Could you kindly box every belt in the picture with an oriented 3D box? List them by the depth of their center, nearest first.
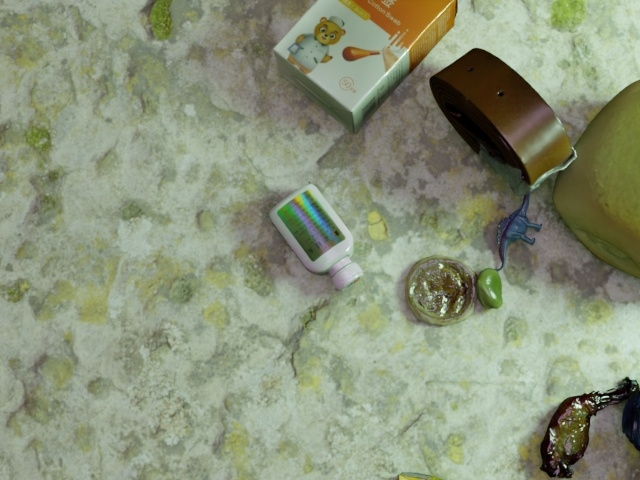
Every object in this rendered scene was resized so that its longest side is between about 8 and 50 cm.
[{"bbox_3d":[0.346,-0.234,1.851,0.122,0.217,0.338,-35,49,-3],"label":"belt"}]

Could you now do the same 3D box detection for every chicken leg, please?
[{"bbox_3d":[0.506,0.345,1.820,0.106,0.051,0.253,44,83,5],"label":"chicken leg"}]

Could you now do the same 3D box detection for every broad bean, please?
[{"bbox_3d":[0.336,0.095,1.884,0.063,0.045,0.083,4,77,-34],"label":"broad bean"}]

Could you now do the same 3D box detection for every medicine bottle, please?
[{"bbox_3d":[0.000,0.000,1.915,0.115,0.078,0.219,-35,78,-6],"label":"medicine bottle"}]

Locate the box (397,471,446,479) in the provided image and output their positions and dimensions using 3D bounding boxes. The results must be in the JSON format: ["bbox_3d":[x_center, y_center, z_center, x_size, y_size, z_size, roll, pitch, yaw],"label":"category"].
[{"bbox_3d":[0.172,0.564,1.741,0.097,0.168,0.265,9,80,9],"label":"box"}]

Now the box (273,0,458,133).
[{"bbox_3d":[0.097,-0.428,1.969,0.225,0.143,0.341,40,82,11],"label":"box"}]

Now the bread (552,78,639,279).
[{"bbox_3d":[0.661,-0.130,1.809,0.348,0.253,0.376,39,82,14],"label":"bread"}]

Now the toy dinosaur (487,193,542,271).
[{"bbox_3d":[0.396,-0.020,1.907,0.080,0.045,0.197,27,93,10],"label":"toy dinosaur"}]

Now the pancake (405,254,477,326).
[{"bbox_3d":[0.244,0.098,1.904,0.152,0.025,0.151,-1,78,5],"label":"pancake"}]

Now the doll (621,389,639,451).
[{"bbox_3d":[0.696,0.371,1.713,0.284,0.240,0.309,-14,92,39],"label":"doll"}]
